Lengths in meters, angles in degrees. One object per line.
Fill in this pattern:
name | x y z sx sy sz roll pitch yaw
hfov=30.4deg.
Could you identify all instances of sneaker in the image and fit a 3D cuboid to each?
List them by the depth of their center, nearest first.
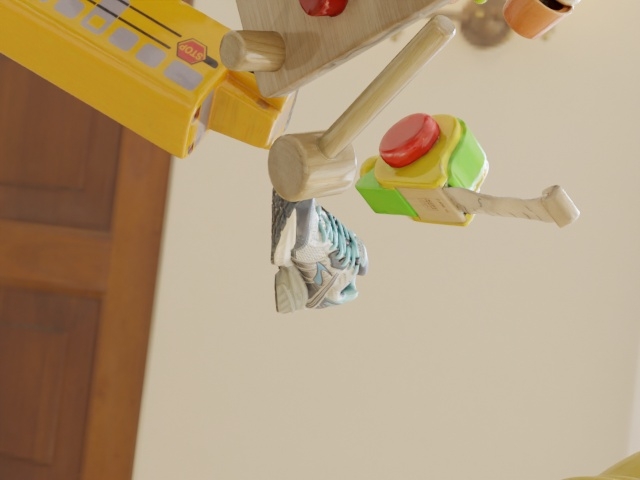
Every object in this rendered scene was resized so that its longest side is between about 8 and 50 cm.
sneaker | 0.000 0.000 1.498 0.122 0.110 0.283 0 -27 2

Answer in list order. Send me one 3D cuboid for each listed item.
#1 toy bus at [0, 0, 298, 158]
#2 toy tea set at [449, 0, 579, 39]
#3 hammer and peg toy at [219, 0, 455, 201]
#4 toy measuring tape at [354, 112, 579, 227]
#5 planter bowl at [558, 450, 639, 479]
toy bus | -0.191 -0.198 1.257 0.332 0.130 0.108 31 -33 6
toy tea set | 0.170 -0.373 1.390 0.336 0.200 0.124 18 -41 -22
hammer and peg toy | 0.020 -0.231 1.006 0.127 0.361 0.266 -8 -11 -42
toy measuring tape | 0.154 -0.075 1.208 0.121 0.121 0.330 8 0 -35
planter bowl | 0.199 0.162 0.583 0.217 0.090 0.217 30 -24 15
